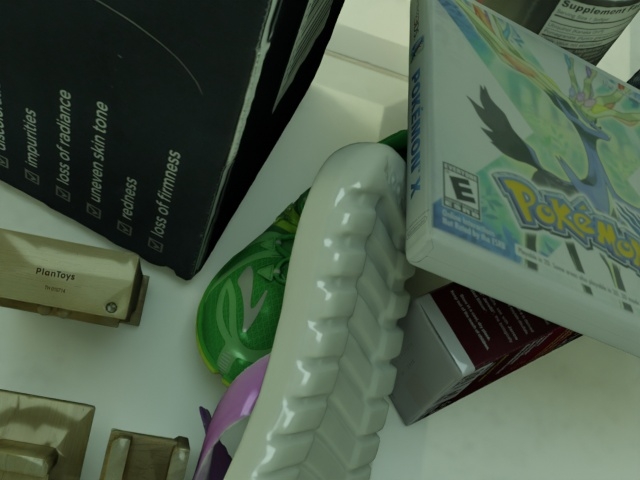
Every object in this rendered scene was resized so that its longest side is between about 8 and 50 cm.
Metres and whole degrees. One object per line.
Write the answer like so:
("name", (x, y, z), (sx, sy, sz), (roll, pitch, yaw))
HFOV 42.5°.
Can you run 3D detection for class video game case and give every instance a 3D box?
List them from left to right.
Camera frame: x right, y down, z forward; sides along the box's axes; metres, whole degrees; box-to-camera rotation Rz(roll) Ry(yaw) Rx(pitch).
("video game case", (0.216, -0.048, 0.662), (0.329, 0.036, 0.299), (22, 47, -18))

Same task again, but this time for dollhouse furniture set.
("dollhouse furniture set", (-0.200, 0.127, 0.584), (0.212, 0.161, 0.242), (12, 81, -9))

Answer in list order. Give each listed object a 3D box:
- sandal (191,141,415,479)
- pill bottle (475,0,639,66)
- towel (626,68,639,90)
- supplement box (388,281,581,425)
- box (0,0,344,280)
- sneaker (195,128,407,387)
("sandal", (-0.029, 0.129, 0.582), (0.102, 0.169, 0.416), (12, 75, 32))
("pill bottle", (0.220, -0.254, 0.787), (0.176, 0.318, 0.176), (7, 59, -12))
("towel", (0.410, -0.033, 0.826), (0.312, 0.056, 0.324), (-43, 75, -12))
("supplement box", (0.172, 0.063, 0.705), (0.240, 0.130, 0.073), (-21, 69, -25))
("box", (-0.203, -0.287, 0.587), (0.472, 0.480, 0.297), (27, 56, -1))
("sneaker", (0.000, 0.000, 0.694), (0.109, 0.123, 0.295), (37, 59, 5))
